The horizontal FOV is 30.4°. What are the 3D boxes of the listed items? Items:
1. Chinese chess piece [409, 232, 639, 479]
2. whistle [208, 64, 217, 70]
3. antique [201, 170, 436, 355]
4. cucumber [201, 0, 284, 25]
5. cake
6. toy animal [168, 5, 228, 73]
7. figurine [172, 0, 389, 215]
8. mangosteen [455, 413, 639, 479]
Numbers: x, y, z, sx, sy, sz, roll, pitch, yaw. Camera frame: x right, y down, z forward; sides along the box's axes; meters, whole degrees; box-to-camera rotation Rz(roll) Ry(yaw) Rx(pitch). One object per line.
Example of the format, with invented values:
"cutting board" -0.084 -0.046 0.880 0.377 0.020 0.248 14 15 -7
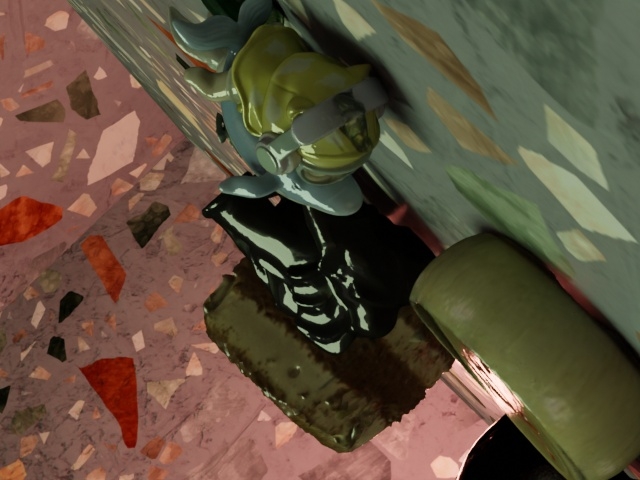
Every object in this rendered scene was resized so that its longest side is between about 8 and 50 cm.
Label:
"Chinese chess piece" 0.191 0.105 1.061 0.250 0.103 0.250 48 177 3
"whistle" -0.120 -0.225 1.449 0.035 0.035 0.100 47 175 -16
"antique" 0.000 0.000 1.433 0.255 0.185 0.322 51 170 -3
"cucumber" -0.080 -0.214 1.041 0.105 0.048 0.048 46 176 16
"cake" 0.030 0.127 1.688 0.282 0.290 0.255 40 175 34
"toy animal" -0.056 -0.168 1.136 0.182 0.131 0.127 30 133 50
"figurine" -0.028 -0.111 0.962 0.208 0.128 0.184 58 152 -4
"mangosteen" 0.298 0.345 1.435 0.287 0.233 0.287 47 155 30
